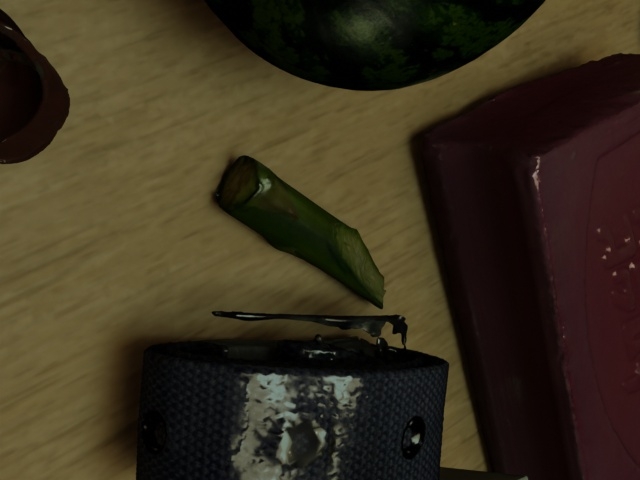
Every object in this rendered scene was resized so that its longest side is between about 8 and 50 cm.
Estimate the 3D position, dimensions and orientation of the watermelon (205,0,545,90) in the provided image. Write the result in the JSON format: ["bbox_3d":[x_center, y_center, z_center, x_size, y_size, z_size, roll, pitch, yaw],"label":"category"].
[{"bbox_3d":[0.034,-0.218,0.502,0.269,0.269,0.269,-9,105,-35],"label":"watermelon"}]

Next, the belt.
[{"bbox_3d":[-0.013,0.112,0.611,0.230,0.140,0.126,5,90,-36],"label":"belt"}]

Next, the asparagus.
[{"bbox_3d":[0.000,0.000,0.650,0.178,0.041,0.045,34,87,-38],"label":"asparagus"}]

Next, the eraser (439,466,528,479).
[{"bbox_3d":[0.068,0.196,0.674,0.104,0.150,0.023,-10,87,-35],"label":"eraser"}]

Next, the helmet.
[{"bbox_3d":[-0.190,-0.095,0.477,0.089,0.057,0.111,-39,135,19],"label":"helmet"}]

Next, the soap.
[{"bbox_3d":[0.235,0.037,0.782,0.233,0.128,0.359,-31,118,-29],"label":"soap"}]
